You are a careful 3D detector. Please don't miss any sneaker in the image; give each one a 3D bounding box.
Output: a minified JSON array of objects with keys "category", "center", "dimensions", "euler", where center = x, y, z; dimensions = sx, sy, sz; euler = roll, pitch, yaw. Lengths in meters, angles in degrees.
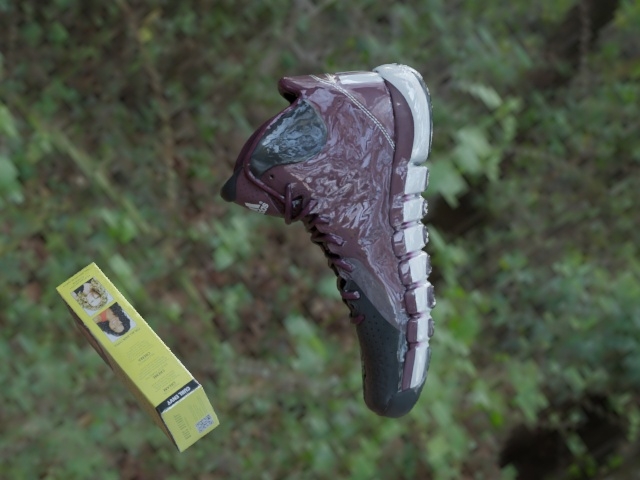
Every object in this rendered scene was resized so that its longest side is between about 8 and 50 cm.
[{"category":"sneaker","center":[0.000,0.000,1.501],"dimensions":[0.106,0.163,0.281],"euler":[168,-78,-74]}]

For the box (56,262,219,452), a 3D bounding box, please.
[{"category":"box","center":[-0.207,0.129,2.134],"dimensions":[0.232,0.058,0.087],"euler":[44,-16,36]}]
